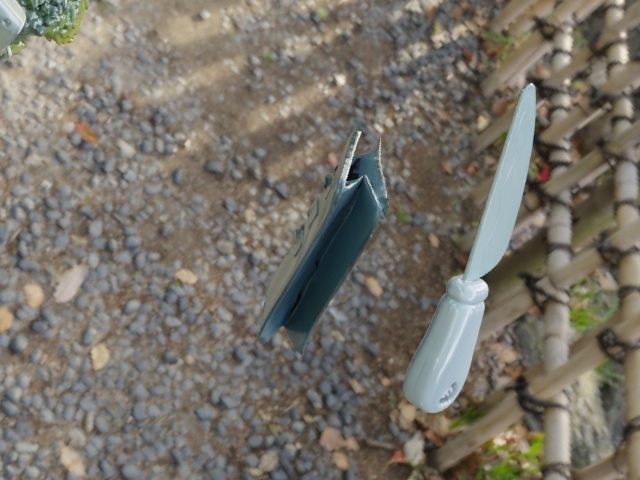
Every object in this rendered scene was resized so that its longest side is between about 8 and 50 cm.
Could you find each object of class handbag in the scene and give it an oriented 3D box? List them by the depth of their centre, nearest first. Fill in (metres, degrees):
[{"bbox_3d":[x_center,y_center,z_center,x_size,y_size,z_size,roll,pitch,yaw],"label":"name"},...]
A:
[{"bbox_3d":[0.000,0.000,1.033,0.057,0.221,0.144,21,34,-12],"label":"handbag"}]

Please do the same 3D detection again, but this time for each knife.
[{"bbox_3d":[0.155,0.014,0.917,0.044,0.331,0.080,30,20,35],"label":"knife"}]

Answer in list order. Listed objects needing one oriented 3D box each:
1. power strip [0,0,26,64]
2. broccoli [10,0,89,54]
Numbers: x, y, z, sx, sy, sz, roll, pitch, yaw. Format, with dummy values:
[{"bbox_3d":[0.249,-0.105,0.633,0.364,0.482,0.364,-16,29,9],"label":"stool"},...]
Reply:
[{"bbox_3d":[-0.306,-0.229,0.684,0.252,0.060,0.027,52,18,-16],"label":"power strip"},{"bbox_3d":[-0.444,-0.316,1.151,0.348,0.281,0.293,-33,93,-22],"label":"broccoli"}]
